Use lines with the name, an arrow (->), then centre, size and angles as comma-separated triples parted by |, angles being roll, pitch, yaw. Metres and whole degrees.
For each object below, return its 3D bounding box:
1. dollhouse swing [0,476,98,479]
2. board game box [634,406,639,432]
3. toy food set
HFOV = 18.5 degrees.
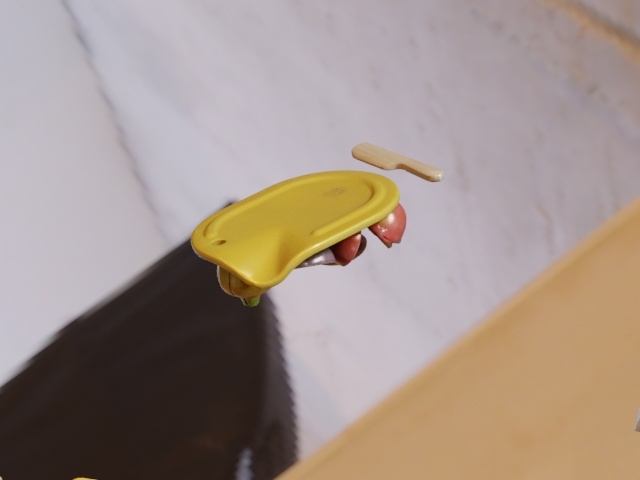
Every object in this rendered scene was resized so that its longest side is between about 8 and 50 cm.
dollhouse swing -> -0.041, 0.194, 1.064 | 0.305, 0.347, 0.315 | 103, -7, -46
board game box -> 0.258, 0.093, 1.369 | 0.020, 0.090, 0.090 | 18, -9, -19
toy food set -> 0.000, 0.000, 1.566 | 0.128, 0.218, 0.071 | 17, -55, 47
